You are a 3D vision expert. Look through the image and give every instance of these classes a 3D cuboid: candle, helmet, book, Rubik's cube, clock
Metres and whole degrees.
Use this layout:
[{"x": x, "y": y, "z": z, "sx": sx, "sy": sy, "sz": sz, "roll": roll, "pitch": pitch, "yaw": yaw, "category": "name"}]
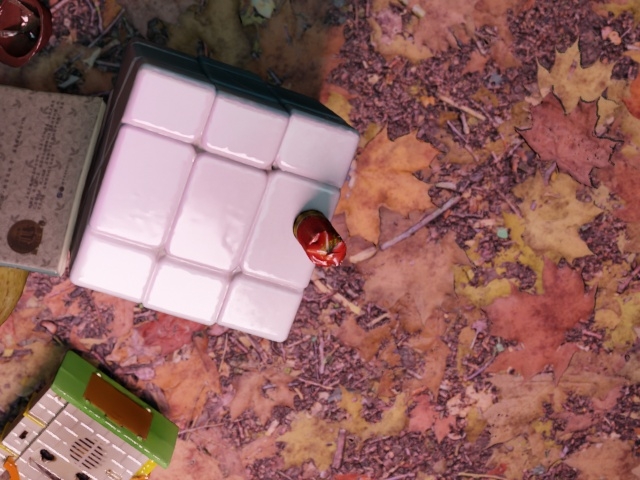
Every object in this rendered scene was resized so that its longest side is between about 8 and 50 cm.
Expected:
[{"x": 0.000, "y": 0.000, "z": 1.621, "sx": 0.052, "sy": 0.130, "sz": 0.052, "roll": -4, "pitch": 107, "yaw": -12, "category": "candle"}, {"x": -0.421, "y": -0.304, "z": 1.826, "sx": 0.089, "sy": 0.057, "sz": 0.111, "roll": 33, "pitch": 111, "yaw": 17, "category": "helmet"}, {"x": -0.508, "y": -0.102, "z": 1.759, "sx": 0.379, "sy": 0.031, "sz": 0.264, "roll": 8, "pitch": 73, "yaw": 7, "category": "book"}, {"x": -0.164, "y": -0.081, "z": 1.801, "sx": 0.316, "sy": 0.322, "sz": 0.318, "roll": 17, "pitch": 101, "yaw": -14, "category": "Rubik's cube"}, {"x": -0.389, "y": 0.336, "z": 1.979, "sx": 0.220, "sy": 0.106, "sz": 0.255, "roll": 39, "pitch": 112, "yaw": -14, "category": "clock"}]

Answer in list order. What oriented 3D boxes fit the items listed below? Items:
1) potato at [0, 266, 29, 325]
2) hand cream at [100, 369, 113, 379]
[{"x": -0.583, "y": 0.107, "z": 1.803, "sx": 0.330, "sy": 0.280, "sz": 0.212, "roll": 1, "pitch": 104, "yaw": -12, "category": "potato"}, {"x": -0.347, "y": 0.286, "z": 2.028, "sx": 0.062, "sy": 0.039, "sz": 0.163, "roll": -2, "pitch": 113, "yaw": -12, "category": "hand cream"}]
